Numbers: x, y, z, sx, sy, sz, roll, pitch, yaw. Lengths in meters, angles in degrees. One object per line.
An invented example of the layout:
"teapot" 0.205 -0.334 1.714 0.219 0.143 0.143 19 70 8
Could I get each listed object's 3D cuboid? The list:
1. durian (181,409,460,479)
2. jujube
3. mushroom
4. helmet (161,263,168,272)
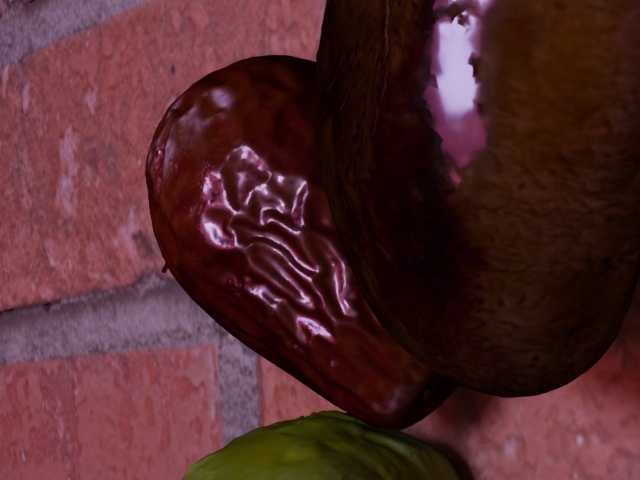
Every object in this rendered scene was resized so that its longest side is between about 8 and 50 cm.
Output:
"durian" -0.002 0.232 1.192 0.256 0.339 0.204 45 110 19
"jujube" 0.000 0.000 1.253 0.255 0.190 0.190 45 130 23
"mushroom" 0.100 -0.101 1.055 0.345 0.239 0.345 -48 24 30
"helmet" -0.068 -0.009 1.460 0.111 0.057 0.089 -59 2 34
